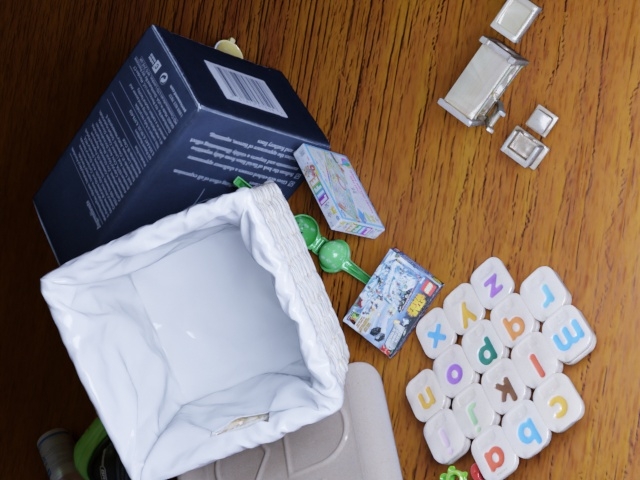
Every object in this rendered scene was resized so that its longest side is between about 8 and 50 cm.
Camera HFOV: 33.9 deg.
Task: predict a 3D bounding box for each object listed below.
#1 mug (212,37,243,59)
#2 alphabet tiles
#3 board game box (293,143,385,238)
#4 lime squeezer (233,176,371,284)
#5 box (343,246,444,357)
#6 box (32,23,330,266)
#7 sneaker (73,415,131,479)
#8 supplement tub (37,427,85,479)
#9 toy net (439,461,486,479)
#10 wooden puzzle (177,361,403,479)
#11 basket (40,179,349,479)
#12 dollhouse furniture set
[{"bbox_3d":[-0.178,-0.324,1.904,0.064,0.078,0.062,-26,98,46],"label":"mug"},{"bbox_3d":[0.237,0.170,1.419,0.284,0.021,0.278,-45,45,22],"label":"alphabet tiles"},{"bbox_3d":[0.029,-0.076,1.625,0.026,0.103,0.154,-44,55,28],"label":"board game box"},{"bbox_3d":[0.000,0.000,1.648,0.310,0.110,0.059,38,72,9],"label":"lime squeezer"},{"bbox_3d":[0.108,0.092,1.550,0.094,0.027,0.137,38,109,15],"label":"box"},{"bbox_3d":[-0.235,-0.111,1.745,0.395,0.293,0.212,-49,53,24],"label":"box"},{"bbox_3d":[-0.210,0.268,1.767,0.202,0.185,0.483,44,111,6],"label":"sneaker"},{"bbox_3d":[-0.504,0.426,2.043,0.071,0.071,0.107,-51,52,23],"label":"supplement tub"},{"bbox_3d":[0.264,0.349,1.373,0.232,0.045,0.122,-13,71,39],"label":"toy net"},{"bbox_3d":[-0.040,0.380,1.548,0.347,0.080,0.322,-23,51,15],"label":"wooden puzzle"},{"bbox_3d":[-0.155,0.120,1.501,0.328,0.266,0.331,-23,94,12],"label":"basket"},{"bbox_3d":[0.287,-0.218,1.447,0.161,0.101,0.182,40,110,14],"label":"dollhouse furniture set"}]
